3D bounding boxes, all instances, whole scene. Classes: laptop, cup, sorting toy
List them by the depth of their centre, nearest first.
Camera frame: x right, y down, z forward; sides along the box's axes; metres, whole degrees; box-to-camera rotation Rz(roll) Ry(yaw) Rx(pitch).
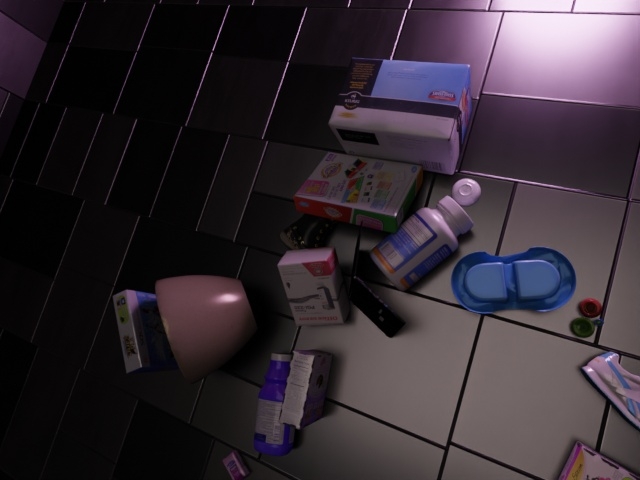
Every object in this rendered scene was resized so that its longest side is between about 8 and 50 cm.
[{"bbox_3d":[0.676,0.196,1.093,0.061,0.042,0.101,24,99,39],"label":"sorting toy"},{"bbox_3d":[0.156,0.117,1.211,0.137,0.234,0.264,-43,74,-14],"label":"laptop"},{"bbox_3d":[-0.333,0.238,1.345,0.237,0.331,0.330,-20,69,-12],"label":"cup"}]

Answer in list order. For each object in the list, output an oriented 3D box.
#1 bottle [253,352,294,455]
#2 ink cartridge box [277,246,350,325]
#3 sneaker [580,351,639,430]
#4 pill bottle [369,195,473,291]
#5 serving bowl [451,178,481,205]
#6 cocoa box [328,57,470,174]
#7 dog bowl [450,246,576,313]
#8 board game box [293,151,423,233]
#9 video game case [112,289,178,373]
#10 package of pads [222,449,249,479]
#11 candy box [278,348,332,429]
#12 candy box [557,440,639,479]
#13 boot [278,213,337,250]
[{"bbox_3d":[-0.129,0.482,1.303,0.118,0.092,0.282,-2,77,25],"label":"bottle"},{"bbox_3d":[-0.016,0.138,1.280,0.159,0.092,0.217,-6,116,20],"label":"ink cartridge box"},{"bbox_3d":[0.725,0.368,1.005,0.092,0.087,0.228,-40,69,6],"label":"sneaker"},{"bbox_3d":[0.285,0.005,1.223,0.272,0.152,0.152,-41,67,7],"label":"pill bottle"},{"bbox_3d":[0.424,-0.144,1.272,0.084,0.027,0.083,-5,75,19],"label":"serving bowl"},{"bbox_3d":[0.243,-0.365,1.279,0.348,0.231,0.227,14,79,23],"label":"cocoa box"},{"bbox_3d":[0.504,0.110,1.157,0.298,0.074,0.165,-6,75,20],"label":"dog bowl"},{"bbox_3d":[0.116,-0.154,1.300,0.317,0.064,0.242,15,50,25],"label":"board game box"},{"bbox_3d":[-0.529,0.294,1.403,0.061,0.269,0.244,-24,71,12],"label":"video game case"},{"bbox_3d":[-0.260,0.694,1.337,0.050,0.032,0.083,-43,67,10],"label":"package of pads"},{"bbox_3d":[-0.038,0.415,1.243,0.070,0.165,0.196,8,80,22],"label":"candy box"},{"bbox_3d":[0.671,0.594,0.980,0.234,0.071,0.159,25,88,25],"label":"candy box"},{"bbox_3d":[-0.001,-0.001,1.373,0.178,0.085,0.236,-47,68,2],"label":"boot"}]
